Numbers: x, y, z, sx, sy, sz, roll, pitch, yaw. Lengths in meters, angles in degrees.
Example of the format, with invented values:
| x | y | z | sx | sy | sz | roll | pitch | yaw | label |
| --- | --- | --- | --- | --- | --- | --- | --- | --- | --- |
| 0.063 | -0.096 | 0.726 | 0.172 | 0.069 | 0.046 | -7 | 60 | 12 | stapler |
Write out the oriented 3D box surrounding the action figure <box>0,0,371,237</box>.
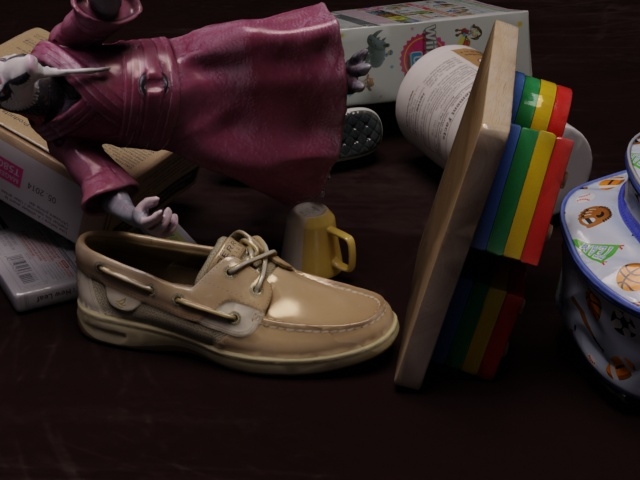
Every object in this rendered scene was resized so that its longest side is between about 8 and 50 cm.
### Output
| x | y | z | sx | sy | sz | roll | pitch | yaw | label |
| --- | --- | --- | --- | --- | --- | --- | --- | --- | --- |
| -0.154 | -0.148 | 1.419 | 0.370 | 0.248 | 0.276 | 3 | 13 | -17 | action figure |

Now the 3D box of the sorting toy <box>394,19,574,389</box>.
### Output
| x | y | z | sx | sy | sz | roll | pitch | yaw | label |
| --- | --- | --- | --- | --- | --- | --- | --- | --- | --- |
| 0.153 | -0.028 | 1.363 | 0.089 | 0.255 | 0.257 | 17 | 29 | 1 | sorting toy |

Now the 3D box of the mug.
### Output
| x | y | z | sx | sy | sz | roll | pitch | yaw | label |
| --- | --- | --- | --- | --- | --- | --- | --- | --- | --- |
| -0.002 | -0.002 | 1.506 | 0.078 | 0.064 | 0.062 | 2 | 27 | 6 | mug |

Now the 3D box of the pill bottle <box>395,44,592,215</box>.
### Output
| x | y | z | sx | sy | sz | roll | pitch | yaw | label |
| --- | --- | --- | --- | --- | --- | --- | --- | --- | --- |
| 0.186 | -0.116 | 1.646 | 0.131 | 0.131 | 0.229 | -13 | 29 | -21 | pill bottle |

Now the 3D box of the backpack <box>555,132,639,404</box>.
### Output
| x | y | z | sx | sy | sz | roll | pitch | yaw | label |
| --- | --- | --- | --- | --- | --- | --- | --- | --- | --- |
| 0.337 | 0.021 | 1.312 | 0.263 | 0.213 | 0.276 | -18 | 33 | -8 | backpack |

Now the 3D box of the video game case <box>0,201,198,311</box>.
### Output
| x | y | z | sx | sy | sz | roll | pitch | yaw | label |
| --- | --- | --- | --- | --- | --- | --- | --- | --- | --- |
| -0.245 | -0.002 | 1.563 | 0.193 | 0.023 | 0.212 | -14 | 29 | -22 | video game case |

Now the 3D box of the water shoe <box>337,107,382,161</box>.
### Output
| x | y | z | sx | sy | sz | roll | pitch | yaw | label |
| --- | --- | --- | --- | --- | --- | --- | --- | --- | --- |
| -0.032 | -0.107 | 1.731 | 0.203 | 0.073 | 0.080 | -6 | 5 | -16 | water shoe |

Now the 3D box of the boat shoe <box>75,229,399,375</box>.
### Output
| x | y | z | sx | sy | sz | roll | pitch | yaw | label |
| --- | --- | --- | --- | --- | --- | --- | --- | --- | --- |
| -0.079 | 0.046 | 1.377 | 0.302 | 0.098 | 0.109 | 7 | 28 | 16 | boat shoe |

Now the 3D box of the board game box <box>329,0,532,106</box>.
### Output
| x | y | z | sx | sy | sz | roll | pitch | yaw | label |
| --- | --- | --- | --- | --- | --- | --- | --- | --- | --- |
| 0.074 | -0.228 | 1.860 | 0.303 | 0.097 | 0.224 | -9 | 15 | -13 | board game box |

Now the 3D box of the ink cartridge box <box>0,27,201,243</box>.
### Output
| x | y | z | sx | sy | sz | roll | pitch | yaw | label |
| --- | --- | --- | --- | --- | --- | --- | --- | --- | --- |
| -0.260 | -0.107 | 1.574 | 0.234 | 0.088 | 0.193 | 30 | 36 | 14 | ink cartridge box |
